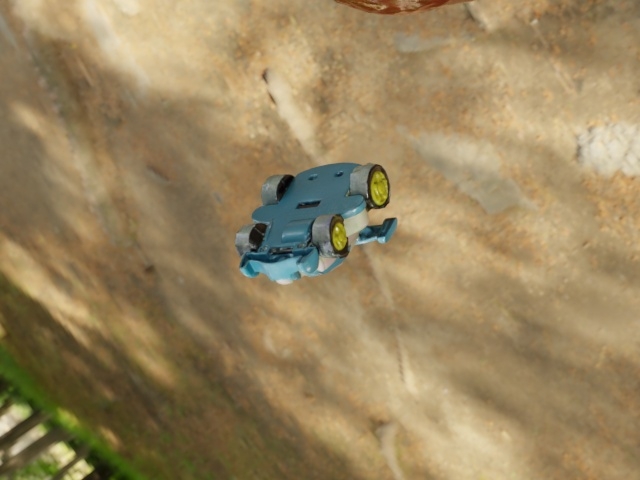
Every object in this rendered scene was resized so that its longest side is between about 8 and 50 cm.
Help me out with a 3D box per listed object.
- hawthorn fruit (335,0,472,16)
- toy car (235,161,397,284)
[{"bbox_3d":[0.072,-0.233,0.501,0.224,0.224,0.261,59,155,-8],"label":"hawthorn fruit"},{"bbox_3d":[0.000,0.000,1.006,0.126,0.161,0.098,-7,127,31],"label":"toy car"}]
